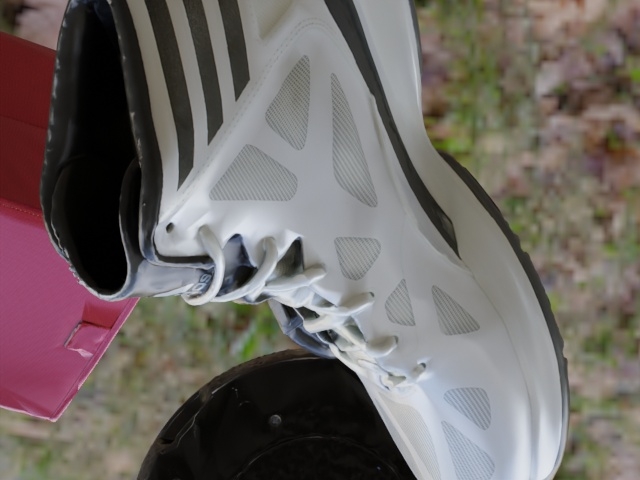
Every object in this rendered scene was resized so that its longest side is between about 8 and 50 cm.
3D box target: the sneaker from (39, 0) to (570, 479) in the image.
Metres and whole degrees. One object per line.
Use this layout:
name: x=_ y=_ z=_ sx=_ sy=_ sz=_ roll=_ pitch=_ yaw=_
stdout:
sneaker: x=-0.028 y=0.018 z=1.154 sx=0.169 sy=0.257 sz=0.447 roll=-1 pitch=118 yaw=50

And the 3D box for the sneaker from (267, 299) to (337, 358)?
sneaker: x=0.000 y=0.001 z=1.496 sx=0.147 sy=0.104 sz=0.296 roll=-18 pitch=136 yaw=24

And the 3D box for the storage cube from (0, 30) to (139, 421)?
storage cube: x=-0.236 y=-0.016 z=1.352 sx=0.193 sy=0.183 sz=0.215 roll=19 pitch=128 yaw=-25

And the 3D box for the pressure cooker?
pressure cooker: x=0.008 y=0.304 z=1.947 sx=0.370 sy=0.375 sz=0.420 roll=29 pitch=170 yaw=6
